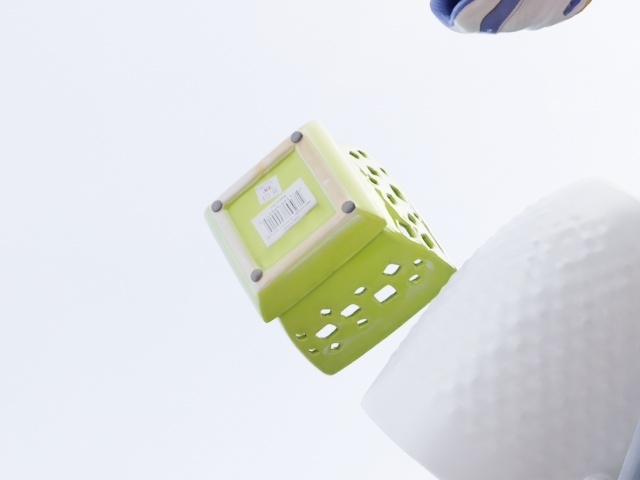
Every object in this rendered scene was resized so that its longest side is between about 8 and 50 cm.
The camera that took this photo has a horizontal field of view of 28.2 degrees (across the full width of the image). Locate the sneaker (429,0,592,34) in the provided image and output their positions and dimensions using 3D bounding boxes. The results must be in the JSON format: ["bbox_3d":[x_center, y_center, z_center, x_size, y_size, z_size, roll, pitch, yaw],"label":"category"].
[{"bbox_3d":[0.129,-0.290,0.916,0.131,0.112,0.296,-17,-67,-22],"label":"sneaker"}]

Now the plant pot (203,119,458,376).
[{"bbox_3d":[0.000,0.000,1.604,0.228,0.227,0.207,-39,-36,10],"label":"plant pot"}]

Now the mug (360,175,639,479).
[{"bbox_3d":[0.267,0.131,1.243,0.276,0.374,0.328,35,-88,-35],"label":"mug"}]

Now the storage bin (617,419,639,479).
[{"bbox_3d":[0.215,0.113,0.646,0.135,0.091,0.098,-60,5,-29],"label":"storage bin"}]
